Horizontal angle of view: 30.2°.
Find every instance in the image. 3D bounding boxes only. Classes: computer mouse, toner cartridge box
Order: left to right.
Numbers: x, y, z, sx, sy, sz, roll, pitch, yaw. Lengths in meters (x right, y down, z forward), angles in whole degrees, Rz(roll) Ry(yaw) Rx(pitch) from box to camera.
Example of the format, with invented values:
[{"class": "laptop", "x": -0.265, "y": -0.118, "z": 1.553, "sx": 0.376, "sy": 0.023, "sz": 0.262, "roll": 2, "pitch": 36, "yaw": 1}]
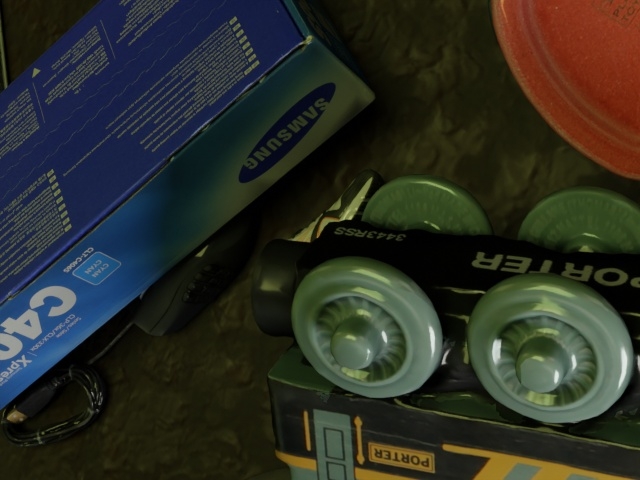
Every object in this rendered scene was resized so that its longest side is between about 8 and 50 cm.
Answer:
[{"class": "toner cartridge box", "x": -0.143, "y": -0.048, "z": 0.759, "sx": 0.348, "sy": 0.075, "sz": 0.165, "roll": -38, "pitch": 51, "yaw": 15}, {"class": "computer mouse", "x": -0.135, "y": 0.053, "z": 0.785, "sx": 0.242, "sy": 0.041, "sz": 0.071, "roll": -46, "pitch": 68, "yaw": 13}]

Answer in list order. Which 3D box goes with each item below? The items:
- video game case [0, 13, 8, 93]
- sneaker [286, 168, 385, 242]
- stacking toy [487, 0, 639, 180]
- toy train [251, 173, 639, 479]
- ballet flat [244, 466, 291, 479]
[{"class": "video game case", "x": -0.321, "y": -0.116, "z": 0.905, "sx": 0.190, "sy": 0.022, "sz": 0.173, "roll": -14, "pitch": 76, "yaw": 22}, {"class": "sneaker", "x": 0.000, "y": 0.000, "z": 0.731, "sx": 0.044, "sy": 0.040, "sz": 0.109, "roll": 36, "pitch": 98, "yaw": 27}, {"class": "stacking toy", "x": 0.258, "y": -0.153, "z": 0.627, "sx": 0.279, "sy": 0.130, "sz": 0.309, "roll": 41, "pitch": 104, "yaw": -3}, {"class": "toy train", "x": 0.124, "y": 0.079, "z": 0.599, "sx": 0.334, "sy": 0.142, "sz": 0.190, "roll": 7, "pitch": 120, "yaw": 21}, {"class": "ballet flat", "x": -0.077, "y": 0.224, "z": 0.730, "sx": 0.250, "sy": 0.058, "sz": 0.084, "roll": -37, "pitch": 37, "yaw": 10}]
